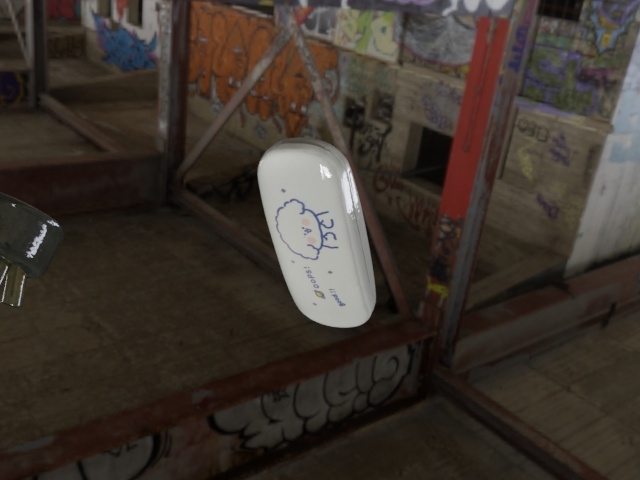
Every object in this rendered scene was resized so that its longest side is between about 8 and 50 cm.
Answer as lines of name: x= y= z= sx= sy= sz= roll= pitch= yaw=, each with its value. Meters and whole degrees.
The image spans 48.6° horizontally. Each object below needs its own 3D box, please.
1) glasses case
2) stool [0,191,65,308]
glasses case: x=0.000 y=0.000 z=0.605 sx=0.076 sy=0.197 sz=0.049 roll=5 pitch=-138 yaw=21
stool: x=-0.480 y=-0.002 z=1.002 sx=0.153 sy=0.139 sz=0.228 roll=0 pitch=153 yaw=43
